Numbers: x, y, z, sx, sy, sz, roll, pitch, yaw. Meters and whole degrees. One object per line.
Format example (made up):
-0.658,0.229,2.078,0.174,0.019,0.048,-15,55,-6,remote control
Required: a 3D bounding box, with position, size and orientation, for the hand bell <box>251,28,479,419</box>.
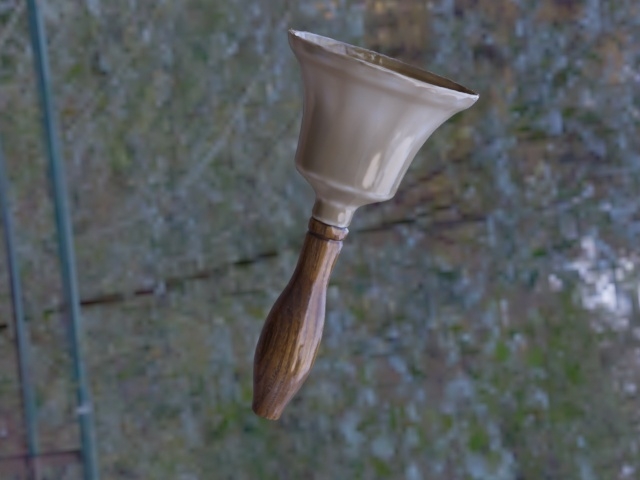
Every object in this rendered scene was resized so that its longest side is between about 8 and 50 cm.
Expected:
0.000,0.000,1.040,0.126,0.126,0.242,-96,-155,-78,hand bell
